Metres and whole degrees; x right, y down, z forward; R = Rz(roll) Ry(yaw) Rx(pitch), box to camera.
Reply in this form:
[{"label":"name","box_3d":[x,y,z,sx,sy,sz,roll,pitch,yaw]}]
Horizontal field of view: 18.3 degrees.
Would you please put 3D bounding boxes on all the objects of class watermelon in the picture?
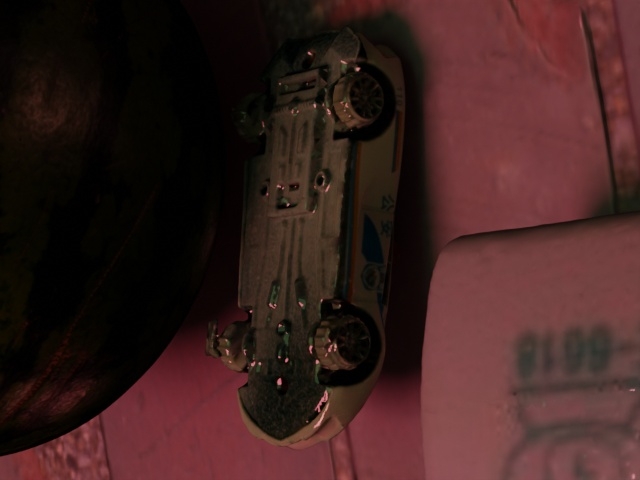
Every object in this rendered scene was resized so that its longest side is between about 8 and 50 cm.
[{"label":"watermelon","box_3d":[-0.184,-0.035,0.925,0.285,0.285,0.285,6,98,49]}]

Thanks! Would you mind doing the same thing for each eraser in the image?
[{"label":"eraser","box_3d":[0.165,0.074,0.658,0.290,0.104,0.189,-10,90,50]}]

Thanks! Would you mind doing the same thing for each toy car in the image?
[{"label":"toy car","box_3d":[0.000,0.000,0.877,0.093,0.058,0.186,-7,77,50]}]
